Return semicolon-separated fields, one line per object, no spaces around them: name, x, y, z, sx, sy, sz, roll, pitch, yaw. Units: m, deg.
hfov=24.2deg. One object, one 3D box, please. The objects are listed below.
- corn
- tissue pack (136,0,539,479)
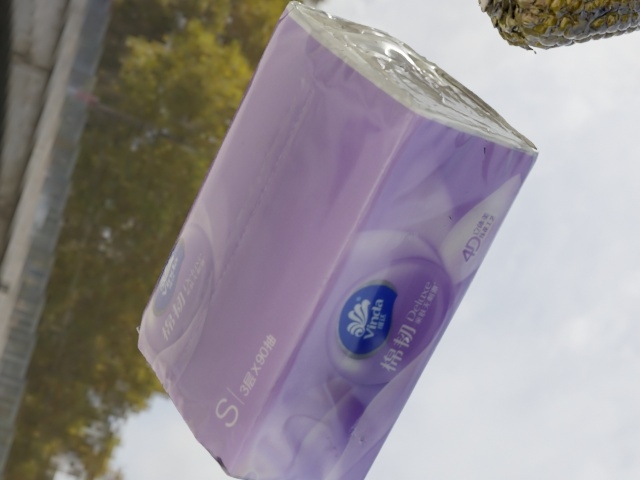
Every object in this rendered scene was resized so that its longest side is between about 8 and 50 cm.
corn;0.283;-0.232;1.269;0.115;0.318;0.115;166;-90;-74
tissue pack;0.000;0.000;1.224;0.242;0.160;0.338;46;-65;50
